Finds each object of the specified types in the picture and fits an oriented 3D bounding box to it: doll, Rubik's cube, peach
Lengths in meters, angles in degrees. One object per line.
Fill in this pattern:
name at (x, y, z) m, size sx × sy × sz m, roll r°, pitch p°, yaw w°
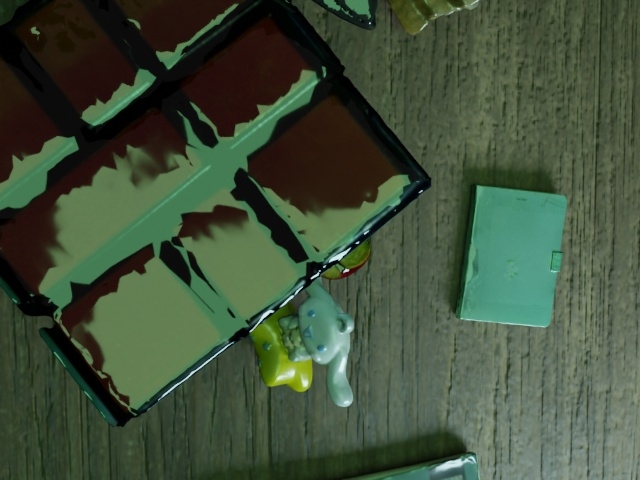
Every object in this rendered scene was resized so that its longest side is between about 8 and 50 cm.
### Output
doll at (-0.006, 0.094, 1.102) m, size 0.071 × 0.113 × 0.135 m, roll -8°, pitch 57°, yaw -47°
Rubik's cube at (-0.123, -0.053, 0.940) m, size 0.293 × 0.288 × 0.283 m, roll -36°, pitch 91°, yaw -8°
peach at (0.000, 0.000, 1.122) m, size 0.083 × 0.050 × 0.077 m, roll 3°, pitch 72°, yaw -25°

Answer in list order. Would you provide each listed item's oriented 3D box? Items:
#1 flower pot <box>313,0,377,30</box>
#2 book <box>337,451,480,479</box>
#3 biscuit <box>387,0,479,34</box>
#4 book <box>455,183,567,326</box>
flower pot at (0.060, -0.335, 0.929) m, size 0.380 × 0.251 × 0.379 m, roll -1°, pitch 94°, yaw -16°
book at (0.056, 0.414, 1.200) m, size 0.264 × 0.031 × 0.379 m, roll -10°, pitch 100°, yaw -15°
biscuit at (0.147, -0.300, 1.111) m, size 0.224 × 0.033 × 0.144 m, roll -30°, pitch 89°, yaw -2°
book at (0.192, 0.016, 1.191) m, size 0.103 × 0.017 × 0.135 m, roll 5°, pitch 95°, yaw -12°
